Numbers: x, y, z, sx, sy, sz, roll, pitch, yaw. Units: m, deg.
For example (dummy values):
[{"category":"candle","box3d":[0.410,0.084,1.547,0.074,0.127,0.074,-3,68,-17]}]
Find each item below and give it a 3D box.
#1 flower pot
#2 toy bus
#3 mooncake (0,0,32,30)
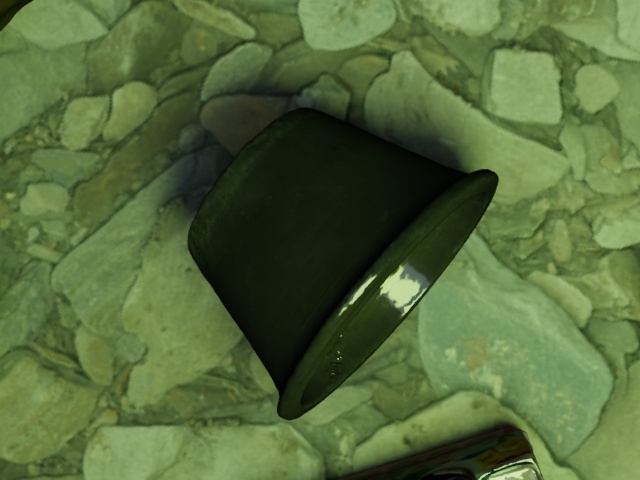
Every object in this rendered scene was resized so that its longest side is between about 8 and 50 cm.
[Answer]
[{"category":"flower pot","box3d":[0.000,0.000,0.956,0.148,0.235,0.235,39,102,12]},{"category":"toy bus","box3d":[0.048,0.233,1.043,0.274,0.112,0.090,-17,102,5]},{"category":"mooncake","box3d":[-0.313,-0.265,0.910,0.290,0.161,0.290,1,104,3]}]
